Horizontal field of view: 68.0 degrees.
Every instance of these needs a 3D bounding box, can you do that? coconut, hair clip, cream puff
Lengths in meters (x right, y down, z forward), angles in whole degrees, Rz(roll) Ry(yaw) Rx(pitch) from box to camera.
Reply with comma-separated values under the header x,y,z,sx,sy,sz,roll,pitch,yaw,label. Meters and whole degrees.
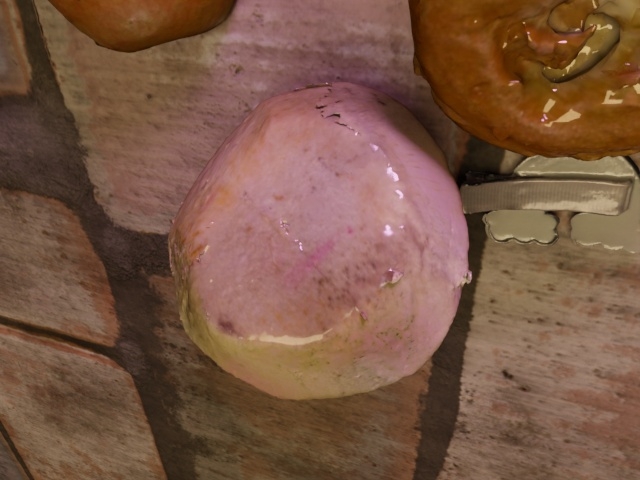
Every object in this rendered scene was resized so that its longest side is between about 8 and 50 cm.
x,y,z,sx,sy,sz,roll,pitch,yaw,label
0.000,0.000,0.550,0.352,0.353,0.353,10,124,16,coconut
0.278,-0.051,0.560,0.220,0.054,0.140,3,117,17,hair clip
0.208,-0.226,0.347,0.343,0.231,0.327,37,143,-24,cream puff

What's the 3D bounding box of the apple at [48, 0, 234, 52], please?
x,y,z,sx,sy,sz,roll,pitch,yaw,label
-0.232,-0.388,0.509,0.346,0.254,0.179,64,163,-20,apple
